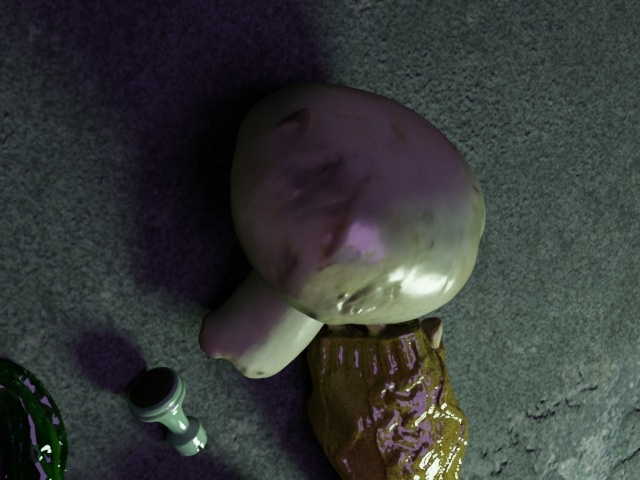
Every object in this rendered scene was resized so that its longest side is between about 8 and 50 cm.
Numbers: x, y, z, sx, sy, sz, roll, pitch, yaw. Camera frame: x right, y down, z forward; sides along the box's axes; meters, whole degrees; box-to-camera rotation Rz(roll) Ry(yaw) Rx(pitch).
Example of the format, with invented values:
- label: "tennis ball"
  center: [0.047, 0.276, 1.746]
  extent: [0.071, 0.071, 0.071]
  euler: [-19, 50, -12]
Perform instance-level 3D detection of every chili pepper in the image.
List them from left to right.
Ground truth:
- label: "chili pepper"
  center: [-0.322, 0.223, 1.451]
  extent: [0.122, 0.065, 0.279]
  euler: [-21, 112, -18]

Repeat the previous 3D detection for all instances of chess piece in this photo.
- label: "chess piece"
  center: [-0.166, 0.197, 1.553]
  extent: [0.067, 0.067, 0.103]
  euler: [-44, 132, -17]

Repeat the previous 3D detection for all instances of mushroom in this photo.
- label: "mushroom"
  center: [0.000, 0.000, 1.515]
  extent: [0.314, 0.314, 0.336]
  euler: [21, 122, -37]

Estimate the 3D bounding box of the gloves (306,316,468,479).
- label: "gloves"
  center: [0.096, 0.228, 1.682]
  extent: [0.203, 0.155, 0.357]
  euler: [-29, 118, -25]
